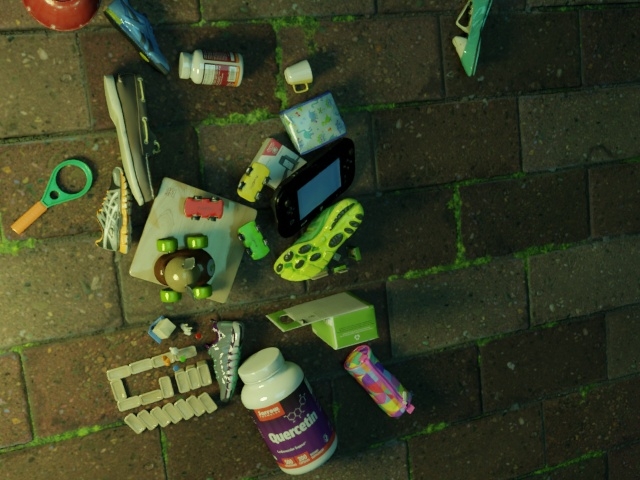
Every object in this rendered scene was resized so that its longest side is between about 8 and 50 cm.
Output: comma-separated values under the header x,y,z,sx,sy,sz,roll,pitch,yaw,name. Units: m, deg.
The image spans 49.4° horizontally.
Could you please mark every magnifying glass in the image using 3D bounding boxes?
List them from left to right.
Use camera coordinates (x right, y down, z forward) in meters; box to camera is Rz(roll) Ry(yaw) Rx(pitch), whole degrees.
x,y,z,sx,sy,sz,roll,pitch,yaw,name
-0.654,-0.104,1.692,0.231,0.026,0.092,-46,110,-12,magnifying glass

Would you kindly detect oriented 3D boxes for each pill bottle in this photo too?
x,y,z,sx,sy,sz,roll,pitch,yaw,name
-0.277,-0.437,1.760,0.152,0.086,0.086,0,96,-21,pill bottle
-0.095,0.457,1.883,0.182,0.181,0.322,-31,106,-15,pill bottle

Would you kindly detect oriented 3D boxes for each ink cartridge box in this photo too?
x,y,z,sx,sy,sz,roll,pitch,yaw,name
-0.104,-0.190,1.867,0.151,0.063,0.109,32,84,-21,ink cartridge box
0.001,0.230,1.891,0.255,0.189,0.096,-14,103,-17,ink cartridge box

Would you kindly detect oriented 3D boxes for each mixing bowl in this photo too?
x,y,z,sx,sy,sz,roll,pitch,yaw,name
-0.603,-0.586,1.614,0.182,0.098,0.181,-3,98,-20,mixing bowl

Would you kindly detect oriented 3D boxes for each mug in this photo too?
x,y,z,sx,sy,sz,roll,pitch,yaw,name
-0.059,-0.437,1.859,0.064,0.062,0.078,-18,96,-10,mug

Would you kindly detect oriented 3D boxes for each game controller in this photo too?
x,y,z,sx,sy,sz,roll,pitch,yaw,name
-0.012,-0.141,1.838,0.319,0.067,0.166,-41,135,-32,game controller

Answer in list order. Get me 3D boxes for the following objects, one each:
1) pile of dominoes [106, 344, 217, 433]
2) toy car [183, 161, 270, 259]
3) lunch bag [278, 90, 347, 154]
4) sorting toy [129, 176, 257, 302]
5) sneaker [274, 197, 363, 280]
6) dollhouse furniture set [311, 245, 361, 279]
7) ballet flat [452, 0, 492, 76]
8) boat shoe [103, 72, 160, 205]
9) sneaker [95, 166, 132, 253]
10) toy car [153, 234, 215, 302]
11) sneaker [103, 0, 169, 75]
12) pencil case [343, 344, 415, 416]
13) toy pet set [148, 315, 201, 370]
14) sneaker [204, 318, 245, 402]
x,y,z,sx,sy,sz,roll,pitch,yaw,name
-0.414,0.393,1.845,0.251,0.040,0.195,-15,102,-10,pile of dominoes
-0.203,-0.055,1.756,0.239,0.053,0.224,-30,106,-15,toy car
-0.018,-0.315,1.868,0.151,0.096,0.128,-25,104,-6,lunch bag
-0.330,-0.001,1.790,0.256,0.089,0.257,20,89,-22,sorting toy
0.000,0.000,1.903,0.295,0.123,0.109,-42,102,5,sneaker
0.034,0.058,1.951,0.152,0.058,0.076,-17,102,-18,dollhouse furniture set
0.431,-0.602,2.023,0.087,0.083,0.247,13,92,3,ballet flat
-0.444,-0.250,1.695,0.097,0.117,0.324,-14,89,-21,boat shoe
-0.512,-0.075,1.721,0.083,0.084,0.214,2,90,-3,sneaker
-0.312,0.076,1.655,0.149,0.188,0.154,-6,99,-20,toy car
-0.430,-0.504,1.704,0.082,0.069,0.209,-45,109,-14,sneaker
0.173,0.411,2.025,0.104,0.104,0.236,-46,108,-10,pencil case
-0.394,0.261,1.808,0.114,0.065,0.122,48,52,-19,toy pet set
-0.266,0.321,1.873,0.098,0.083,0.223,8,91,2,sneaker
